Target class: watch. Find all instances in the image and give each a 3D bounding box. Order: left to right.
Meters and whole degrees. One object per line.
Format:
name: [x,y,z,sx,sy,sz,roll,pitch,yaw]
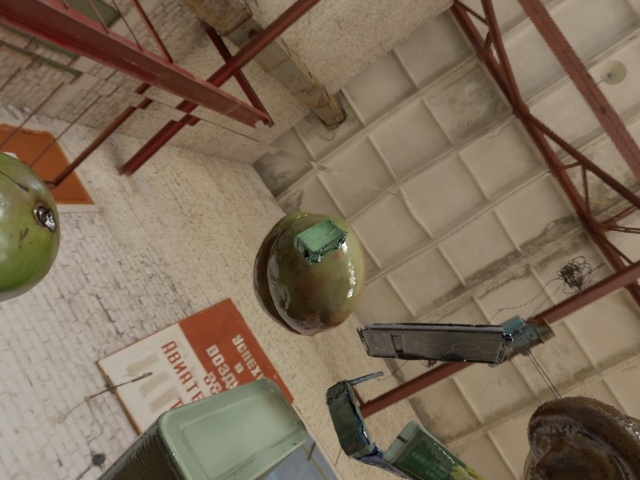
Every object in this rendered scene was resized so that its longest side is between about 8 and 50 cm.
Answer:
watch: [0.109,0.376,0.939,0.068,0.274,0.276,-38,-140,15]

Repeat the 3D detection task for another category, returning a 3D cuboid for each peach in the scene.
peach: [-0.023,0.075,0.966,0.292,0.247,0.293,16,-68,47]

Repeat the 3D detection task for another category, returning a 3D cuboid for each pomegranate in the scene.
pomegranate: [-0.407,-0.004,0.458,0.210,0.179,0.179,-36,-95,-16]

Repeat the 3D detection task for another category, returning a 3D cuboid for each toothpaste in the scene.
toothpaste: [0.141,0.216,0.312,0.204,0.049,0.032,29,-41,35]

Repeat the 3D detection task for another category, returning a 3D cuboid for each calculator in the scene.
calculator: [0.216,0.200,0.800,0.273,0.166,0.028,-2,-123,16]

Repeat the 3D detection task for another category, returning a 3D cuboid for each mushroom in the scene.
mushroom: [0.264,0.213,0.400,0.109,0.085,0.126,-48,-135,14]

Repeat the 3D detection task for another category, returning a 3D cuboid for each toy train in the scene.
toy train: [0.000,0.000,0.714,0.056,0.093,0.038,46,-32,23]

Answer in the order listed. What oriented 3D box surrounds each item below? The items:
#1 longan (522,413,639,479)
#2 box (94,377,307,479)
longan: [0.399,0.349,0.540,0.247,0.248,0.249,1,-85,14]
box: [-0.240,0.440,0.748,0.344,0.352,0.177,-45,-112,13]
